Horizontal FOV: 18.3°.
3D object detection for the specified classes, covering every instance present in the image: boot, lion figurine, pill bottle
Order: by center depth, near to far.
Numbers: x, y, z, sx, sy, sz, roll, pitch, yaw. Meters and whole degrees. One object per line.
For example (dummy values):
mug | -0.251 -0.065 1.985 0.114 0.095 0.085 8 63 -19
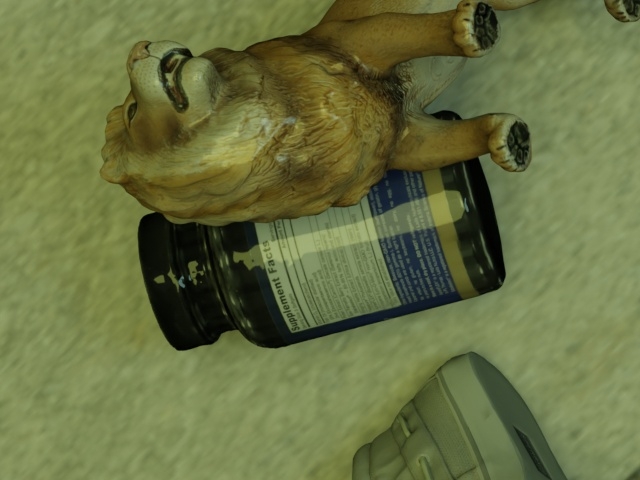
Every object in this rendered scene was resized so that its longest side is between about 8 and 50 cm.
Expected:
boot | 0.095 0.185 1.227 0.123 0.258 0.095 -43 119 14
lion figurine | 0.051 -0.137 1.234 0.240 0.392 0.142 -3 119 40
pill bottle | 0.000 0.000 1.286 0.219 0.123 0.122 -15 87 10
